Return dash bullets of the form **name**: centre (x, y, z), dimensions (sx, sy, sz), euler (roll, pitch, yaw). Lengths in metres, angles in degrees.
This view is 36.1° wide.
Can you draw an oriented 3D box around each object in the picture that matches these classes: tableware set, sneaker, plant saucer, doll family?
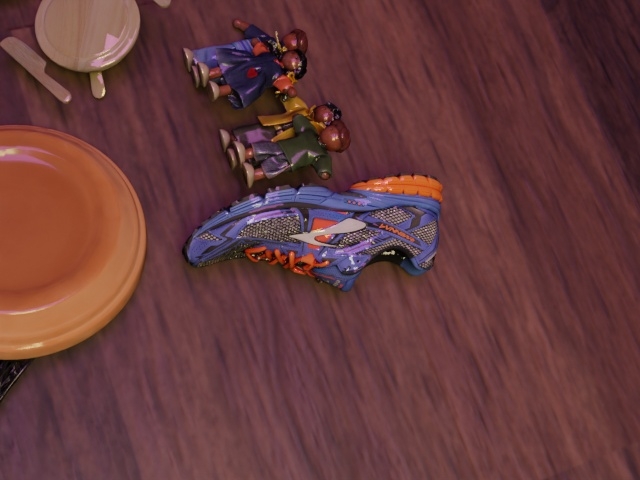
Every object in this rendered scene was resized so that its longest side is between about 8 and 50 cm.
- **tableware set**: centre (-0.232, -0.211, 0.834), dimensions (0.194, 0.039, 0.128), euler (41, 78, 10)
- **sneaker**: centre (0.000, 0.000, 0.789), dimensions (0.221, 0.083, 0.087), euler (-8, 82, -11)
- **plant saucer**: centre (-0.231, -0.009, 0.744), dimensions (0.199, 0.037, 0.200), euler (5, 61, -10)
- **doll family**: centre (-0.039, -0.122, 0.827), dimensions (0.111, 0.076, 0.193), euler (-20, 73, -14)

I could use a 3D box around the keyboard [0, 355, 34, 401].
- **keyboard**: centre (-0.279, 0.122, 0.704), dimensions (0.100, 0.038, 0.192), euler (21, 58, 3)
